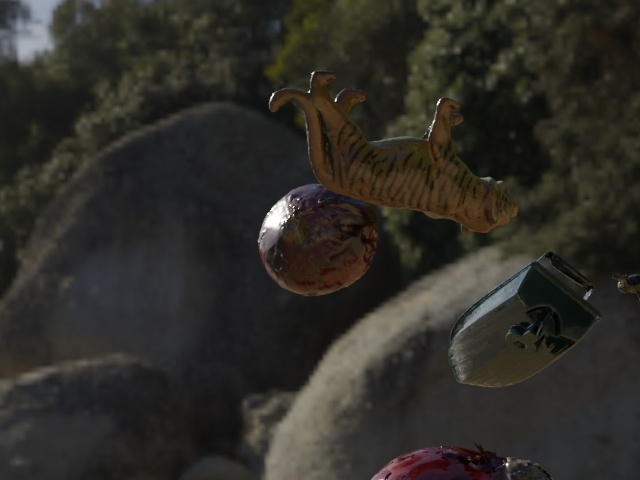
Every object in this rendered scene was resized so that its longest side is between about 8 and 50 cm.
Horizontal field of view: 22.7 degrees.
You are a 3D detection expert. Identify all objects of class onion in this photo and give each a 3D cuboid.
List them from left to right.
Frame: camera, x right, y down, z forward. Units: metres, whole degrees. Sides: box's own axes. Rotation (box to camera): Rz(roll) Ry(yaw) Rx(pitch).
[{"bbox_3d":[0.000,0.000,1.383,0.107,0.107,0.097,-6,-40,21],"label":"onion"},{"bbox_3d":[0.107,0.211,1.103,0.184,0.184,0.147,1,-46,-36],"label":"onion"}]

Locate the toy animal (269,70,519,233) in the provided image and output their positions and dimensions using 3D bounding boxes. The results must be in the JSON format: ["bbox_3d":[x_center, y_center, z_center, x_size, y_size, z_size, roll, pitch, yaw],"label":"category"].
[{"bbox_3d":[0.064,-0.069,1.274,0.241,0.099,0.057,11,-10,-29],"label":"toy animal"}]

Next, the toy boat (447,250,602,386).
[{"bbox_3d":[0.196,0.091,1.624,0.093,0.103,0.246,38,-30,-3],"label":"toy boat"}]

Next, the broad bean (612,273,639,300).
[{"bbox_3d":[0.446,0.084,1.678,0.325,0.075,0.067,22,-33,-7],"label":"broad bean"}]
